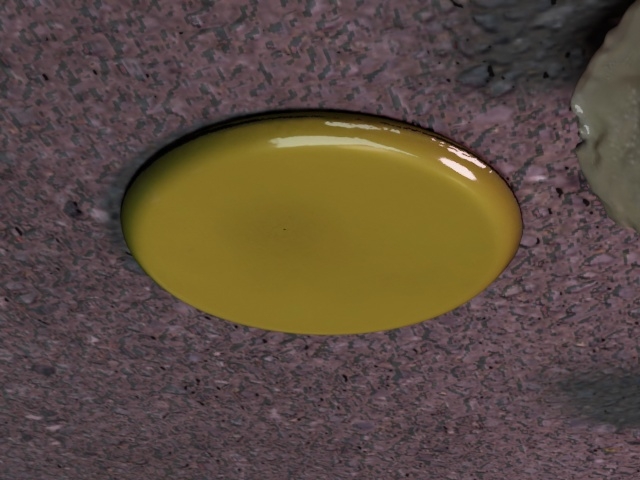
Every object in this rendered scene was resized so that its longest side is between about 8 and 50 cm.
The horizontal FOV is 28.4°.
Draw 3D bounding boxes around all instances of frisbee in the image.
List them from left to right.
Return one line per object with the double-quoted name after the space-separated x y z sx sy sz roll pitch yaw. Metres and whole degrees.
0.000 0.000 0.739 0.235 0.017 0.236 2 149 1 "frisbee"

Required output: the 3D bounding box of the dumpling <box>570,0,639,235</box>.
0.211 -0.063 0.549 0.181 0.111 0.155 -24 116 -3 "dumpling"
